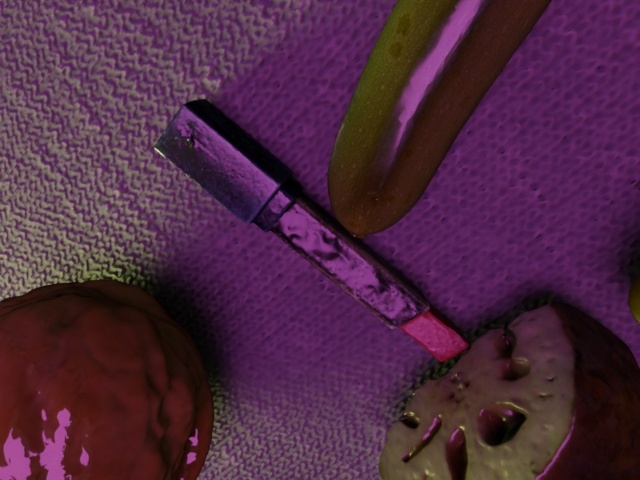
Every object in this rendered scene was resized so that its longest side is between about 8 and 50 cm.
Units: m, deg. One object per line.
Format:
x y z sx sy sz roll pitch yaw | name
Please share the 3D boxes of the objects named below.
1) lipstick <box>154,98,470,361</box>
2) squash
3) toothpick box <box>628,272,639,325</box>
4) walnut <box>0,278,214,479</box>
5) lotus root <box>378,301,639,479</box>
0.000 0.000 0.449 0.312 0.051 0.051 40 110 -5 | lipstick
0.093 -0.146 0.360 0.095 0.094 0.340 31 114 0 | squash
0.341 -0.020 0.304 0.175 0.175 0.271 27 109 2 | toothpick box
-0.217 0.165 0.454 0.257 0.224 0.256 -3 100 -17 | walnut
0.162 0.170 0.424 0.119 0.138 0.235 31 109 -32 | lotus root
